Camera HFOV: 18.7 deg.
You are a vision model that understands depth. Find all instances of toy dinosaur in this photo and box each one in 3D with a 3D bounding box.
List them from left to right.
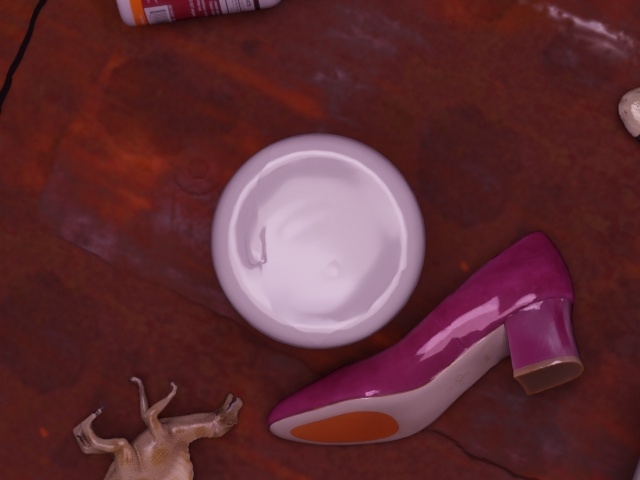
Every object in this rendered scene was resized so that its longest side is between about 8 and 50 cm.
[{"bbox_3d":[-0.143,0.165,1.453,0.183,0.053,0.092,-42,91,1],"label":"toy dinosaur"}]

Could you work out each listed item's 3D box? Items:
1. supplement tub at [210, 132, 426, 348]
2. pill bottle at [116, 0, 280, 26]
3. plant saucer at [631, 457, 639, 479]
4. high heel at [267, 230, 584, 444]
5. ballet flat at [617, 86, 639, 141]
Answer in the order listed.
[{"bbox_3d":[0.000,0.000,1.374,0.144,0.199,0.144,0,90,1],"label":"supplement tub"},{"bbox_3d":[-0.076,-0.209,1.432,0.152,0.086,0.086,-8,90,1],"label":"pill bottle"},{"bbox_3d":[0.408,0.236,1.346,0.400,0.100,0.400,4,75,-14],"label":"plant saucer"},{"bbox_3d":[0.071,0.074,1.449,0.244,0.082,0.117,-19,58,15],"label":"high heel"},{"bbox_3d":[0.303,-0.073,1.440,0.173,0.049,0.057,22,90,1],"label":"ballet flat"}]
